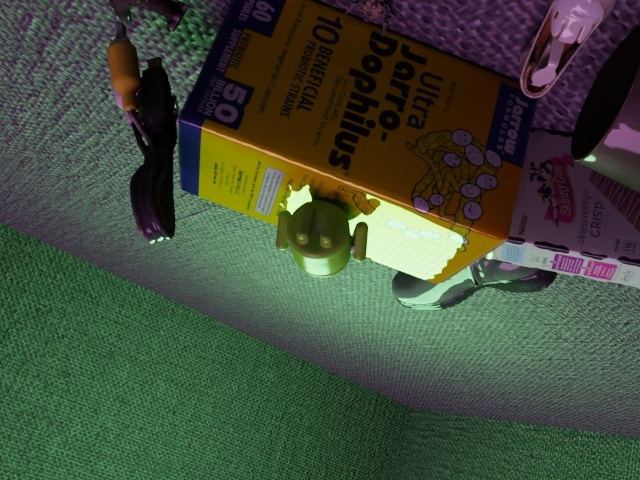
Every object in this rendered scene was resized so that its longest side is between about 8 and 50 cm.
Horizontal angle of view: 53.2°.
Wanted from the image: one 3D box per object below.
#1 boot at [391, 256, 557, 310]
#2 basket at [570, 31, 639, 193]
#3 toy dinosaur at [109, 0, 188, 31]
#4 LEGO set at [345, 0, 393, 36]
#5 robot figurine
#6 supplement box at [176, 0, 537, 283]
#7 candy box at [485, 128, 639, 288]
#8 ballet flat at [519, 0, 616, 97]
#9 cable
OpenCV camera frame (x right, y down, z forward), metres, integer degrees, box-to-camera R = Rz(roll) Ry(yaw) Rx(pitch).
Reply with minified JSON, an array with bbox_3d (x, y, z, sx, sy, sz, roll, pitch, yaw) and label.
[{"bbox_3d":[0.204,0.009,1.080,0.222,0.118,0.338,34,144,-31],"label":"boot"},{"bbox_3d":[0.370,-0.093,0.593,0.226,0.154,0.204,21,164,1],"label":"basket"},{"bbox_3d":[-0.201,-0.290,0.647,0.160,0.121,0.313,30,-171,-23],"label":"toy dinosaur"},{"bbox_3d":[0.050,-0.248,0.649,0.054,0.023,0.083,9,145,19],"label":"LEGO set"},{"bbox_3d":[0.000,0.000,0.692,0.101,0.067,0.115,6,159,8],"label":"robot figurine"},{"bbox_3d":[0.036,-0.114,0.750,0.356,0.194,0.195,20,160,-5],"label":"supplement box"},{"bbox_3d":[0.326,-0.038,0.750,0.233,0.159,0.071,10,157,19],"label":"candy box"},{"bbox_3d":[0.228,-0.190,0.592,0.057,0.052,0.168,16,160,6],"label":"ballet flat"},{"bbox_3d":[-0.202,-0.106,0.730,0.072,0.287,0.139,-9,151,0],"label":"cable"}]
